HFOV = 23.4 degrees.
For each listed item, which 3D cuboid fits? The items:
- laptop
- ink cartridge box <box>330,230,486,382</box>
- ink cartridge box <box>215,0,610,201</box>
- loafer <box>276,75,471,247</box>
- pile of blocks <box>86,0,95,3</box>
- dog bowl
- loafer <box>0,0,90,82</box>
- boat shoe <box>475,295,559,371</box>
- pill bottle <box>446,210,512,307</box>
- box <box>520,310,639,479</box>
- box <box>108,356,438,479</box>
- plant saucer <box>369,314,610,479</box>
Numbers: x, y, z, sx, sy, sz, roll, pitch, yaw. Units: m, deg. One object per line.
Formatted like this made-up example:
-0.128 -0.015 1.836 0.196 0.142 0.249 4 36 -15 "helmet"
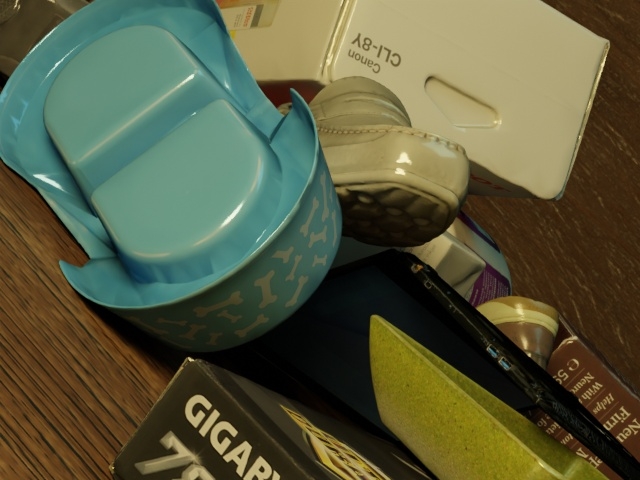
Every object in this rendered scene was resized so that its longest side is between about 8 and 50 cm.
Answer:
0.090 0.123 1.040 0.234 0.136 0.264 39 6 -41 "laptop"
0.000 0.000 1.228 0.231 0.134 0.078 39 6 30 "ink cartridge box"
0.027 -0.159 1.410 0.279 0.160 0.384 23 -8 -32 "ink cartridge box"
0.016 -0.060 1.039 0.112 0.112 0.319 23 -6 -20 "loafer"
-0.212 -0.232 1.254 0.149 0.113 0.362 22 -19 27 "pile of blocks"
-0.091 -0.046 0.933 0.297 0.166 0.074 51 -2 46 "dog bowl"
-0.166 -0.114 1.123 0.302 0.109 0.095 44 1 12 "loafer"
0.110 0.116 1.220 0.080 0.223 0.073 23 56 -17 "boat shoe"
0.086 0.041 1.465 0.169 0.169 0.301 48 7 24 "pill bottle"
0.222 0.194 1.341 0.203 0.168 0.167 44 5 -1 "box"
0.087 0.191 0.696 0.295 0.073 0.293 40 7 36 "box"
0.114 0.131 0.795 0.188 0.045 0.188 36 2 -30 "plant saucer"
